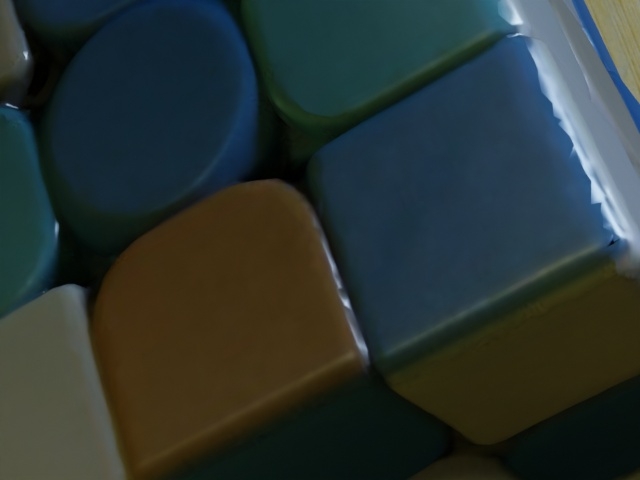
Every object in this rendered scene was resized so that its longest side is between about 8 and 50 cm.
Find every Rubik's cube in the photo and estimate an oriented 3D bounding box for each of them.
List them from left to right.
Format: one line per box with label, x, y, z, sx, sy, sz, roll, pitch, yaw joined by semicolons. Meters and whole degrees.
Rubik's cube;0.000;0.000;0.860;0.347;0.346;0.344;36;30;-57
